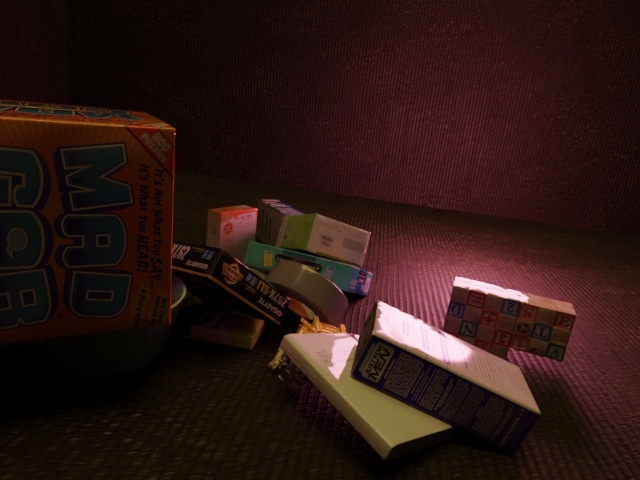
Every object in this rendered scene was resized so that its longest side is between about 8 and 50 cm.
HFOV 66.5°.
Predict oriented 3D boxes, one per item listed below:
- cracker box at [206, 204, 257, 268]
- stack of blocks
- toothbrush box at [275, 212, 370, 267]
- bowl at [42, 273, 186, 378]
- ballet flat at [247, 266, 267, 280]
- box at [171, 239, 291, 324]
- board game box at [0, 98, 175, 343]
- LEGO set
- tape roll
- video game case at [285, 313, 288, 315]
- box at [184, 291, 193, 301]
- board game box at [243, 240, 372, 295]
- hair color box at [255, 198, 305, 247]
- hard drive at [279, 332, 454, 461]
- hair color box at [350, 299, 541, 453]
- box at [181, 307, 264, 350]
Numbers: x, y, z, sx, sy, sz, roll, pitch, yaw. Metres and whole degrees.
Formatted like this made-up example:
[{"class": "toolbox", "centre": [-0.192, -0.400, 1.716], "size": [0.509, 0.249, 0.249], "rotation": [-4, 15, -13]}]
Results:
[{"class": "cracker box", "centre": [-0.286, 0.011, 1.559], "size": [0.067, 0.232, 0.155], "rotation": [17, 18, 35]}, {"class": "stack of blocks", "centre": [0.480, 0.219, 1.271], "size": [0.297, 0.171, 0.087], "rotation": [13, 17, 16]}, {"class": "toothbrush box", "centre": [0.000, 0.000, 1.617], "size": [0.206, 0.122, 0.283], "rotation": [19, -6, -24]}, {"class": "bowl", "centre": [-0.447, 0.177, 1.035], "size": [0.311, 0.163, 0.311], "rotation": [6, 15, -2]}, {"class": "ballet flat", "centre": [-0.156, 0.137, 1.417], "size": [0.213, 0.072, 0.068], "rotation": [18, 46, 37]}, {"class": "box", "centre": [-0.269, 0.095, 1.205], "size": [0.322, 0.079, 0.257], "rotation": [8, -27, 41]}, {"class": "board game box", "centre": [-0.486, -0.060, 0.898], "size": [0.356, 0.357, 0.356], "rotation": [-2, 18, -27]}, {"class": "LEGO set", "centre": [-0.021, 0.256, 1.127], "size": [0.132, 0.107, 0.287], "rotation": [52, 28, 17]}, {"class": "tape roll", "centre": [-0.040, 0.143, 1.246], "size": [0.219, 0.219, 0.072], "rotation": [17, 61, 32]}, {"class": "video game case", "centre": [-0.114, 0.164, 1.480], "size": [0.193, 0.023, 0.212], "rotation": [14, 16, 23]}, {"class": "box", "centre": [-0.522, 0.114, 1.424], "size": [0.321, 0.059, 0.232], "rotation": [10, 16, 14]}, {"class": "board game box", "centre": [-0.030, 0.089, 1.523], "size": [0.336, 0.079, 0.254], "rotation": [13, -5, 20]}, {"class": "hair color box", "centre": [-0.144, -0.043, 1.916], "size": [0.105, 0.174, 0.347], "rotation": [-3, 19, -29]}, {"class": "hard drive", "centre": [0.084, 0.282, 0.945], "size": [0.203, 0.040, 0.307], "rotation": [10, 20, -46]}, {"class": "hair color box", "centre": [0.240, 0.262, 0.979], "size": [0.338, 0.110, 0.185], "rotation": [27, 16, 3]}, {"class": "box", "centre": [-0.239, 0.217, 1.207], "size": [0.178, 0.043, 0.109], "rotation": [10, 16, 7]}]
